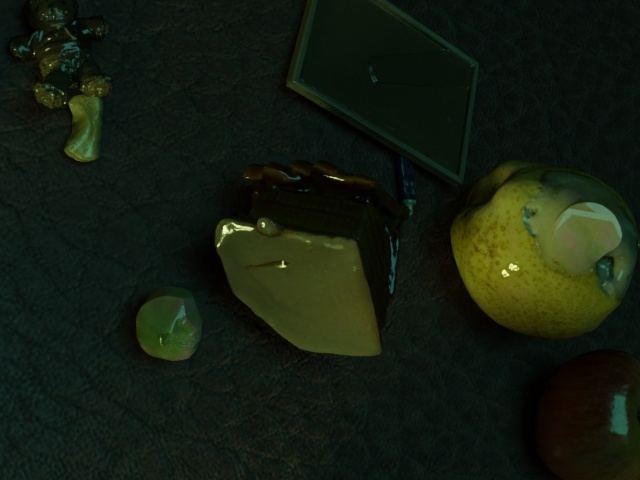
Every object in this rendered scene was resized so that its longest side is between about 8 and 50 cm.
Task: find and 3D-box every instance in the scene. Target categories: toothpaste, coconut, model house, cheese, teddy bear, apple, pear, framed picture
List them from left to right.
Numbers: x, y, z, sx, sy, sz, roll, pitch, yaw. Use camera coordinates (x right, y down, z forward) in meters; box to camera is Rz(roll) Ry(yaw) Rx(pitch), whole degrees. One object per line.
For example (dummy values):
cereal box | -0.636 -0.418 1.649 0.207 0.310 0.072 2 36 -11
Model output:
teddy bear | -0.298 -0.217 1.145 0.119 0.078 0.160 -15 68 -15
cheese | -0.280 -0.133 1.155 0.044 0.030 0.083 9 77 -40
coconut | -0.174 0.099 1.133 0.083 0.081 0.082 -39 105 9
model house | -0.001 0.001 1.244 0.229 0.200 0.219 -66 159 -55
framed picture | 0.104 -0.247 1.454 0.324 0.020 0.240 27 58 -27
toothpaste | 0.125 -0.102 1.437 0.037 0.021 0.139 11 67 -37
pear | 0.321 0.008 1.423 0.271 0.271 0.271 11 71 -33
apple | 0.412 0.267 1.447 0.209 0.164 0.209 8 78 -44
